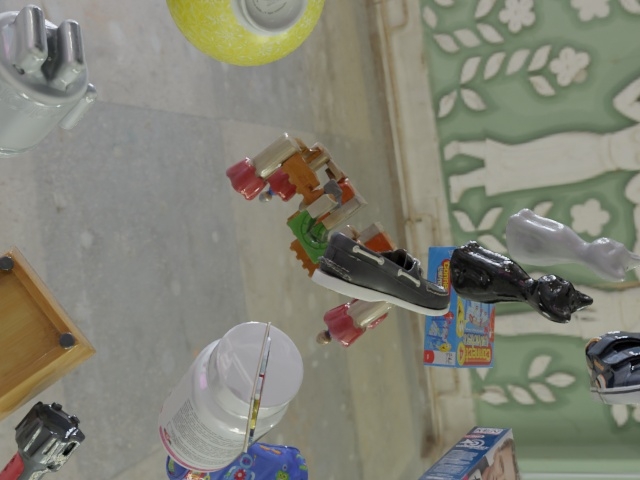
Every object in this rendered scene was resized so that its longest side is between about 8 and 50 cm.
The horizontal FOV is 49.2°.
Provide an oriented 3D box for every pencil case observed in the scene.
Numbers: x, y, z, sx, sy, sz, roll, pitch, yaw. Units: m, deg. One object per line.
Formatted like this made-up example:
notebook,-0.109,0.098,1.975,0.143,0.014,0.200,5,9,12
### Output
pencil case,-0.167,0.467,1.461,0.306,0.119,0.133,25,90,-29

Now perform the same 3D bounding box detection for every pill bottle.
pill bottle,-0.144,0.249,1.099,0.160,0.283,0.160,15,53,-20

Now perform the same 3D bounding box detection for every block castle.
block castle,0.000,0.000,1.551,0.453,0.213,0.303,56,17,8

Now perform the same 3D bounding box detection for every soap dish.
soap dish,-0.534,0.166,1.084,0.291,0.118,0.229,-37,90,-30

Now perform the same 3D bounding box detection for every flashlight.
flashlight,-0.515,0.388,1.139,0.103,0.304,0.103,24,20,-47

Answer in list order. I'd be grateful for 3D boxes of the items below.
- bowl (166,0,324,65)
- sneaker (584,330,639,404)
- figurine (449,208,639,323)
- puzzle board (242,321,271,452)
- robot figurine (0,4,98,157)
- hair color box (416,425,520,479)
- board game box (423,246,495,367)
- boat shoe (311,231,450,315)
bowl,-0.100,-0.417,1.157,0.156,0.289,0.289,48,-15,52
sneaker,0.533,0.218,1.210,0.321,0.126,0.127,73,13,-79
figurine,0.343,0.041,1.050,0.215,0.209,0.092,-27,120,-28
puzzle board,-0.075,0.177,0.852,0.128,0.011,0.096,-82,-176,-54
robot figurine,-0.577,-0.286,1.314,0.300,0.353,0.199,15,56,-43
hair color box,0.355,0.579,1.637,0.347,0.105,0.174,-15,96,-54
board game box,0.378,0.185,1.862,0.308,0.086,0.302,15,76,-57
boat shoe,0.049,0.023,0.478,0.125,0.046,0.038,16,97,-37
